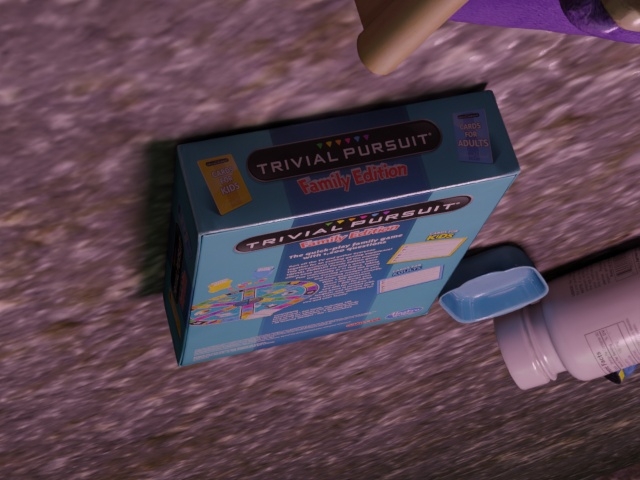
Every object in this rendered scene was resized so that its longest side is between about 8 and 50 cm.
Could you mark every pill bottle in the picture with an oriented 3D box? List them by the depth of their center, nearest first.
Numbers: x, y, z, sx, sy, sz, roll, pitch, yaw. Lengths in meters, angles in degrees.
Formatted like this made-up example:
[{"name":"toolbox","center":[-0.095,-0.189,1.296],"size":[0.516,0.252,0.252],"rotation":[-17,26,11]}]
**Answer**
[{"name":"pill bottle","center":[0.332,0.095,1.591],"size":[0.229,0.131,0.131],"rotation":[-22,160,17]}]

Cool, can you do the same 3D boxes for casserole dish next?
[{"name":"casserole dish","center":[0.191,0.048,1.495],"size":[0.114,0.037,0.188],"rotation":[-20,160,12]}]

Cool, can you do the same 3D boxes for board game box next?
[{"name":"board game box","center":[0.000,0.000,1.146],"size":[0.254,0.079,0.336],"rotation":[-11,160,-13]}]

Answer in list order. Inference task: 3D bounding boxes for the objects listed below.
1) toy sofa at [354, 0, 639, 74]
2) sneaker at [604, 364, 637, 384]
[{"name":"toy sofa","center":[0.194,-0.145,0.757],"size":[0.363,0.177,0.150],"rotation":[-1,155,-38]},{"name":"sneaker","center":[0.428,0.133,1.901],"size":[0.082,0.069,0.209],"rotation":[-47,154,-10]}]
